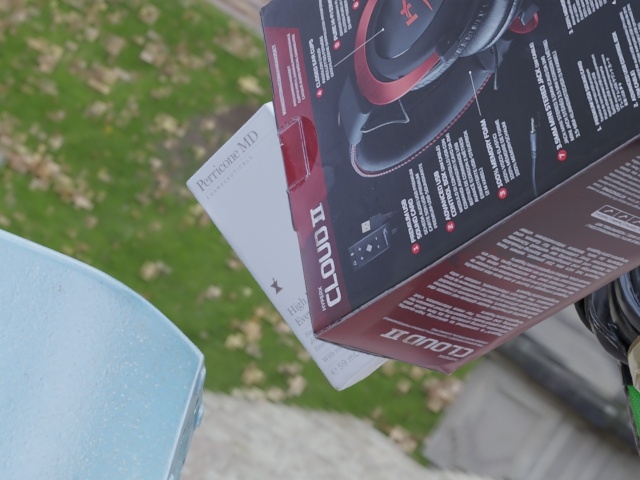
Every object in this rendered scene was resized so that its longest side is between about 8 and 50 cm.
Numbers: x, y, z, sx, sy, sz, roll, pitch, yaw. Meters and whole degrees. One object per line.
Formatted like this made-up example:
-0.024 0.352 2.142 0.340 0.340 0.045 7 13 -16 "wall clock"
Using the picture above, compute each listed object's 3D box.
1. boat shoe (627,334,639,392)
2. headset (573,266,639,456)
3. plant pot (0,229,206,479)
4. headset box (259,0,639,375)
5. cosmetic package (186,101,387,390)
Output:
0.240 0.072 0.667 0.123 0.123 0.342 -2 -7 -30 "boat shoe"
0.256 0.039 1.416 0.185 0.394 0.243 -7 -1 -5 "headset"
-0.241 0.160 1.588 0.252 0.247 0.248 15 -24 2 "plant pot"
0.093 -0.080 0.916 0.110 0.293 0.218 19 49 -40 "headset box"
0.000 0.000 1.527 0.231 0.117 0.085 52 27 9 "cosmetic package"
